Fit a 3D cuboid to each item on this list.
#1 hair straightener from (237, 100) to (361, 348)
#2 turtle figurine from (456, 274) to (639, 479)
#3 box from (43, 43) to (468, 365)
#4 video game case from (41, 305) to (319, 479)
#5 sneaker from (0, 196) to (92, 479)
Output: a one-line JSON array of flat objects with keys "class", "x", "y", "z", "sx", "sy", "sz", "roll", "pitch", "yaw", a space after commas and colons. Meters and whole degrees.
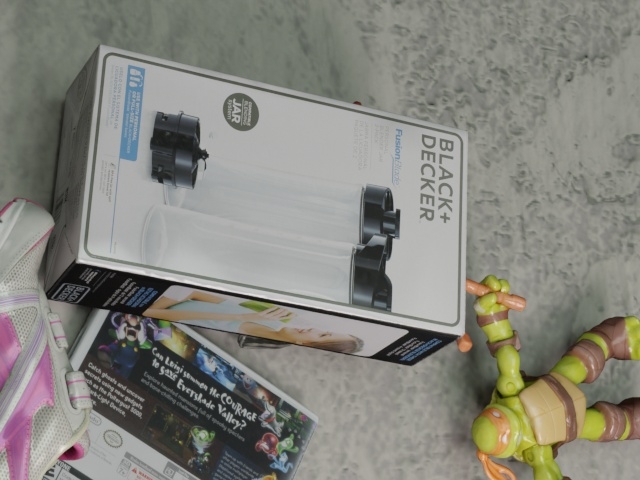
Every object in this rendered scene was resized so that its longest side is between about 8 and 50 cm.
[{"class": "hair straightener", "x": 0.000, "y": 0.000, "z": 1.323, "sx": 0.089, "sy": 0.047, "sz": 0.230, "roll": 41, "pitch": 55, "yaw": -15}, {"class": "turtle figurine", "x": 0.190, "y": 0.146, "z": 1.374, "sx": 0.217, "sy": 0.087, "sz": 0.269, "roll": -12, "pitch": 71, "yaw": -44}, {"class": "box", "x": -0.040, "y": -0.022, "z": 1.237, "sx": 0.290, "sy": 0.087, "sz": 0.169, "roll": 13, "pitch": 66, "yaw": -21}, {"class": "video game case", "x": -0.108, "y": 0.147, "z": 1.216, "sx": 0.190, "sy": 0.022, "sz": 0.173, "roll": 36, "pitch": 57, "yaw": -17}, {"class": "sneaker", "x": -0.199, "y": 0.097, "z": 1.114, "sx": 0.111, "sy": 0.103, "sz": 0.252, "roll": 15, "pitch": 71, "yaw": -16}]
